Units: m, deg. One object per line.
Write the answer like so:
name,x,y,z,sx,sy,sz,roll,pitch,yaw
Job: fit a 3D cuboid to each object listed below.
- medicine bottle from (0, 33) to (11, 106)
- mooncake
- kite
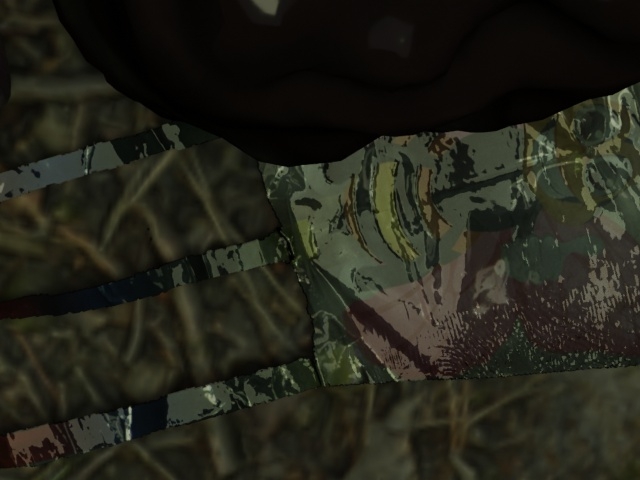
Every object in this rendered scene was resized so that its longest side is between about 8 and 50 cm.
medicine bottle,-0.297,-0.082,0.576,0.325,0.212,0.212,-22,101,0
mooncake,0.041,-0.226,0.593,0.350,0.212,0.381,-24,102,-9
kite,0.000,0.001,0.717,0.360,0.022,0.204,-18,99,-4
